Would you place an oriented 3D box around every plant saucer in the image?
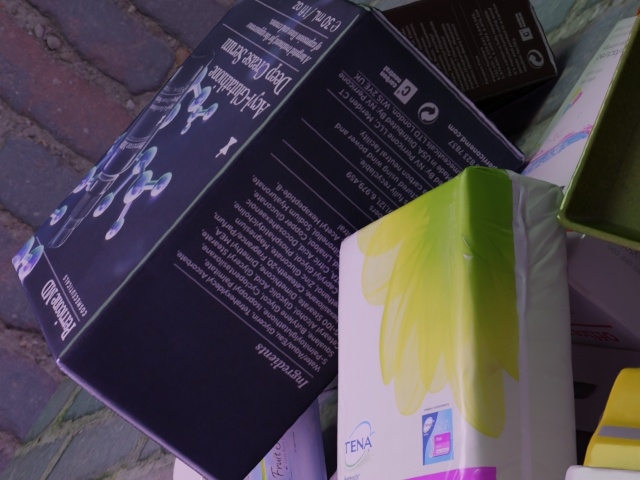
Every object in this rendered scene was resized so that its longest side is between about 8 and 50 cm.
[{"bbox_3d":[0.292,-0.058,1.151,0.188,0.188,0.045,-66,-21,-16],"label":"plant saucer"}]

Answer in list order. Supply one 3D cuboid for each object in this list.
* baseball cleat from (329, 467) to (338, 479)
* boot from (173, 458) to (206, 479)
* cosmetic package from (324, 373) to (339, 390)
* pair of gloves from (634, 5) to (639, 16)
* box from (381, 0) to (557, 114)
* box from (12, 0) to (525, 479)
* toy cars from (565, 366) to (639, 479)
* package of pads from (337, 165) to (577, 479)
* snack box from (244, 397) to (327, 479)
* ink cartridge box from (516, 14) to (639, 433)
[{"bbox_3d":[0.045,0.192,1.493,0.109,0.072,0.206,-50,9,38],"label":"baseball cleat"},{"bbox_3d":[-0.119,0.319,1.730,0.069,0.086,0.190,-1,77,46],"label":"boot"},{"bbox_3d":[0.001,0.046,1.811,0.385,0.156,0.217,-27,31,56],"label":"cosmetic package"},{"bbox_3d":[0.366,-0.254,1.696,0.083,0.010,0.074,-33,22,46],"label":"pair of gloves"},{"bbox_3d":[0.059,-0.177,1.832,0.381,0.143,0.191,-21,-3,-29],"label":"box"},{"bbox_3d":[-0.062,-0.025,1.449,0.395,0.212,0.293,-49,25,0],"label":"box"},{"bbox_3d":[0.123,0.229,0.976,0.393,0.087,0.176,-46,45,13],"label":"toy cars"},{"bbox_3d":[0.097,0.114,1.208,0.229,0.101,0.296,152,122,-63],"label":"package of pads"},{"bbox_3d":[-0.054,0.188,1.622,0.207,0.070,0.174,-172,75,-74],"label":"snack box"},{"bbox_3d":[0.242,-0.024,1.297,0.353,0.119,0.207,-56,16,-12],"label":"ink cartridge box"}]
